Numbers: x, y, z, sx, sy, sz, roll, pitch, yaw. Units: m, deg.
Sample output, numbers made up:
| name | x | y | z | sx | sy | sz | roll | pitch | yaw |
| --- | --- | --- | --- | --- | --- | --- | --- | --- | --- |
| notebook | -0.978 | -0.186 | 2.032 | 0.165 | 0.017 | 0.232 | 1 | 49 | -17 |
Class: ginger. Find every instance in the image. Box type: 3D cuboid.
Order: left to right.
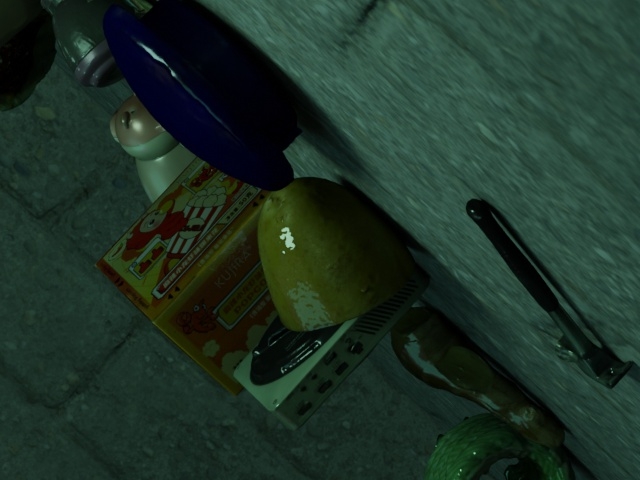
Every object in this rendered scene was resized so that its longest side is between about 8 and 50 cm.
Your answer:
| name | x | y | z | sx | sy | sz | roll | pitch | yaw |
| --- | --- | --- | --- | --- | --- | --- | --- | --- | --- |
| ginger | 0.210 | 0.195 | 2.104 | 0.294 | 0.086 | 0.131 | 37 | 151 | 14 |

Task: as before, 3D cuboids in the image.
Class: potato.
| name | x | y | z | sx | sy | sz | roll | pitch | yaw |
| --- | --- | --- | --- | --- | --- | --- | --- | --- | --- |
| potato | 0.000 | 0.000 | 1.775 | 0.158 | 0.178 | 0.203 | 61 | -166 | -19 |

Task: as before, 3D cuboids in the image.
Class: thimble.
| name | x | y | z | sx | sy | sz | roll | pitch | yaw |
| --- | --- | --- | --- | --- | --- | --- | --- | --- | --- |
| thimble | 0.269 | 0.371 | 2.291 | 0.219 | 0.219 | 0.150 | 45 | 174 | -17 |

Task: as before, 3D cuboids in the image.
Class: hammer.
| name | x | y | z | sx | sy | sz | roll | pitch | yaw |
| --- | --- | --- | --- | --- | --- | --- | --- | --- | --- |
| hammer | 0.198 | 0.049 | 1.339 | 0.246 | 0.029 | 0.103 | 49 | 172 | -36 |

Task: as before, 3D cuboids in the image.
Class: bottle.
| name | x | y | z | sx | sy | sz | roll | pitch | yaw |
| --- | --- | --- | --- | --- | --- | --- | --- | --- | --- |
| bottle | -0.244 | -0.144 | 2.465 | 0.147 | 0.147 | 0.236 | 36 | 163 | 55 |

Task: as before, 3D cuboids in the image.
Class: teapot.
| name | x | y | z | sx | sy | sz | roll | pitch | yaw |
| --- | --- | --- | --- | --- | --- | --- | --- | --- | --- |
| teapot | -0.280 | -0.283 | 1.951 | 0.146 | 0.148 | 0.116 | 54 | 140 | 7 |

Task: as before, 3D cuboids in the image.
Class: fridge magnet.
| name | x | y | z | sx | sy | sz | roll | pitch | yaw |
| --- | --- | --- | --- | --- | --- | --- | --- | --- | --- |
| fridge magnet | -0.123 | -0.157 | 1.613 | 0.265 | 0.112 | 0.265 | 42 | 174 | 5 |

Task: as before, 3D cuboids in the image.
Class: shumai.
| name | x | y | z | sx | sy | sz | roll | pitch | yaw |
| --- | --- | --- | --- | --- | --- | --- | --- | --- | --- |
| shumai | -0.601 | -0.334 | 2.569 | 0.292 | 0.330 | 0.288 | 32 | 163 | 47 |

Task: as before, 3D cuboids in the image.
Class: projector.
| name | x | y | z | sx | sy | sz | roll | pitch | yaw |
| --- | --- | --- | --- | --- | --- | --- | --- | --- | --- |
| projector | 0.004 | 0.111 | 1.987 | 0.079 | 0.257 | 0.259 | 44 | 174 | -15 |

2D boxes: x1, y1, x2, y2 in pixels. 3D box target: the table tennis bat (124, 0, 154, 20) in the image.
| name | x | y | z | sx | sy | sz | roll | pitch | yaw |
| --- | --- | --- | --- | --- | --- | --- | --- | --- | --- |
| table tennis bat | -0.188 | -0.257 | 1.802 | 0.301 | 0.022 | 0.173 | 43 | 174 | -19 |

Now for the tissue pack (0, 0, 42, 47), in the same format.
| name | x | y | z | sx | sy | sz | roll | pitch | yaw |
| --- | --- | --- | --- | --- | --- | --- | --- | --- | --- |
| tissue pack | -0.601 | -0.418 | 2.222 | 0.387 | 0.267 | 0.277 | 38 | 171 | 50 |

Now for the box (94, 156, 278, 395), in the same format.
| name | x | y | z | sx | sy | sz | roll | pitch | yaw |
| --- | --- | --- | --- | --- | --- | --- | --- | --- | --- |
| box | -0.146 | 0.029 | 2.293 | 0.214 | 0.283 | 0.259 | 45 | 174 | -32 |
